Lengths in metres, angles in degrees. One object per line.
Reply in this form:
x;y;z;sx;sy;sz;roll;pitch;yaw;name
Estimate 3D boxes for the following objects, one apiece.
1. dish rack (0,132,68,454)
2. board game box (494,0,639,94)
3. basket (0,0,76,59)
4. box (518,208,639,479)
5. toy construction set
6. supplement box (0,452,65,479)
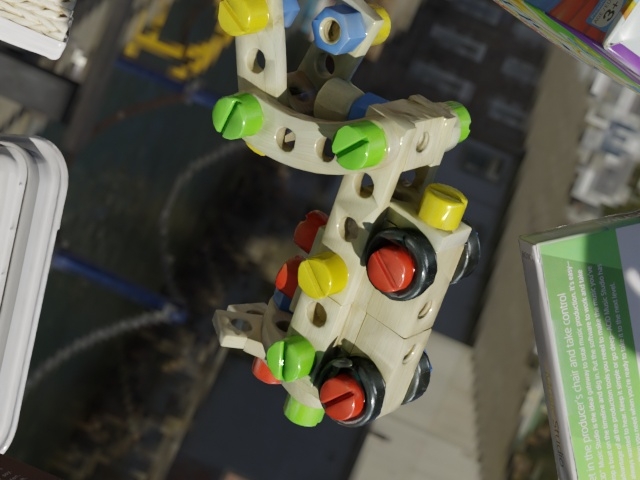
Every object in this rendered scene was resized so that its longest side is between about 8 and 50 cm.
-0.402;0.045;1.784;0.072;0.285;0.333;29;69;-63;dish rack
0.197;-0.163;1.064;0.142;0.144;0.275;-55;-157;7;board game box
-0.299;-0.254;1.704;0.113;0.167;0.103;-98;-150;-67;basket
0.342;0.077;1.582;0.058;0.322;0.232;-156;-125;-75;box
0.000;0.000;1.257;0.151;0.215;0.328;-32;145;-40;toy construction set
-0.134;0.205;0.736;0.129;0.194;0.191;-35;138;-53;supplement box
